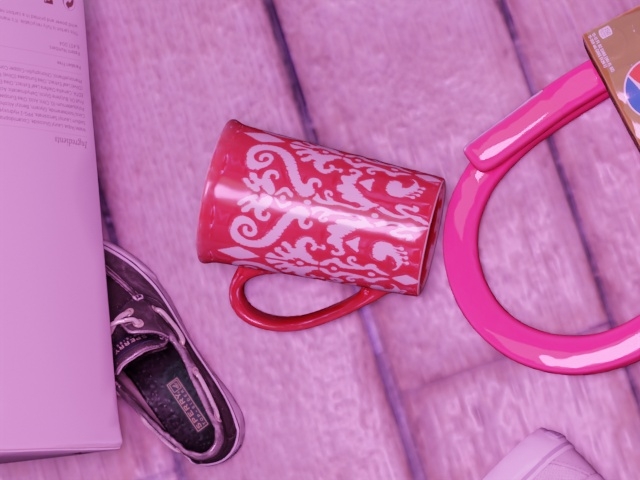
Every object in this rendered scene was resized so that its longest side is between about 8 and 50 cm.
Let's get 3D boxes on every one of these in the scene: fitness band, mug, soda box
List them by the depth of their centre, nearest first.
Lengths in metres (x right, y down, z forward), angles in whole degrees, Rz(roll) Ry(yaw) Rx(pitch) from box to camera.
[{"bbox_3d":[0.255,-0.079,1.424,0.061,0.058,0.181,-27,82,6],"label":"soda box"},{"bbox_3d":[0.226,-0.026,1.482,0.291,0.054,0.209,-34,81,7],"label":"fitness band"},{"bbox_3d":[0.002,-0.009,1.511,0.169,0.150,0.113,12,49,8],"label":"mug"}]

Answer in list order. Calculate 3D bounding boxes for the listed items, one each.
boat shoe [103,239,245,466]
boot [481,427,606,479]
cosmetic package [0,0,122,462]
[{"bbox_3d":[-0.139,0.079,1.530,0.078,0.070,0.219,-42,77,4],"label":"boat shoe"},{"bbox_3d":[0.120,0.266,1.442,0.258,0.095,0.123,-47,70,2],"label":"boot"},{"bbox_3d":[-0.278,-0.012,1.500,0.197,0.155,0.366,-13,78,35],"label":"cosmetic package"}]
